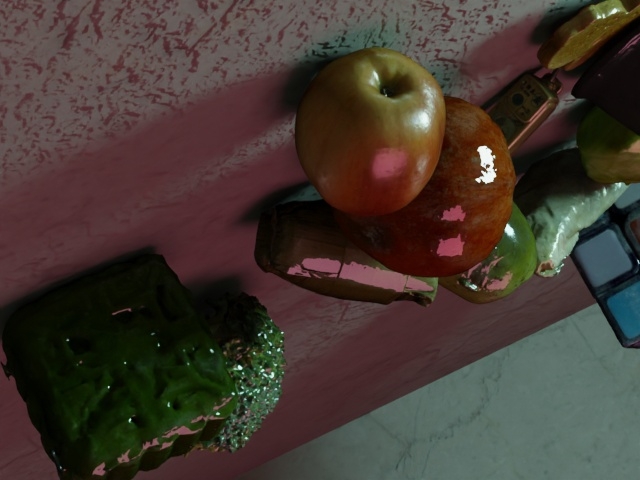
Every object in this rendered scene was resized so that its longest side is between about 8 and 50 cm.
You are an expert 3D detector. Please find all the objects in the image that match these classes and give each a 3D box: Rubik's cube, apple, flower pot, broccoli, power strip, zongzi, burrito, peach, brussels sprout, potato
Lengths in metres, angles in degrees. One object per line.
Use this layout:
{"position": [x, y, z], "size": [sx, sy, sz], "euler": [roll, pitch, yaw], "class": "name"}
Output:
{"position": [0.687, -0.008, 2.522], "size": [0.359, 0.363, 0.362], "euler": [-30, 168, 17], "class": "Rubik's cube"}
{"position": [0.056, -0.126, 1.434], "size": [0.199, 0.199, 0.199], "euler": [-27, 164, -8], "class": "apple"}
{"position": [0.508, -0.231, 1.827], "size": [0.269, 0.166, 0.269], "euler": [-33, 172, -5], "class": "flower pot"}
{"position": [-0.165, 0.212, 1.955], "size": [0.260, 0.235, 0.288], "euler": [-26, 168, -8], "class": "broccoli"}
{"position": [0.235, -0.130, 1.832], "size": [0.305, 0.064, 0.044], "euler": [-48, 156, 21], "class": "power strip"}
{"position": [0.000, 0.000, 1.863], "size": [0.274, 0.145, 0.300], "euler": [9, -175, -27], "class": "zongzi"}
{"position": [0.390, -0.057, 2.174], "size": [0.348, 0.175, 0.107], "euler": [-43, 141, -33], "class": "burrito"}
{"position": [0.120, -0.068, 1.627], "size": [0.232, 0.232, 0.256], "euler": [-40, 159, 33], "class": "peach"}
{"position": [0.513, -0.170, 2.082], "size": [0.223, 0.161, 0.223], "euler": [-25, 154, -13], "class": "brussels sprout"}
{"position": [0.228, -0.010, 1.979], "size": [0.197, 0.228, 0.148], "euler": [-31, -177, -21], "class": "potato"}

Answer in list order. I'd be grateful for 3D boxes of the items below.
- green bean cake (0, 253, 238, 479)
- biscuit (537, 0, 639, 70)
{"position": [-0.258, 0.170, 1.639], "size": [0.247, 0.250, 0.156], "euler": [-22, 163, -19], "class": "green bean cake"}
{"position": [0.362, -0.280, 1.700], "size": [0.225, 0.036, 0.166], "euler": [-22, 166, -45], "class": "biscuit"}
